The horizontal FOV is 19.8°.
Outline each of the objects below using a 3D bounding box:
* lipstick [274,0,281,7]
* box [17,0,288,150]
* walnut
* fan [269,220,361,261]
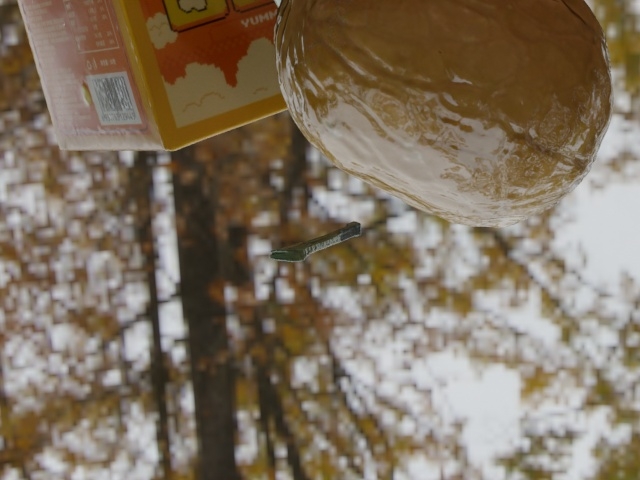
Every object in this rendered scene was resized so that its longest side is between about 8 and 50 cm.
[{"bbox_3d":[-0.004,-0.176,1.482,0.051,0.312,0.051,-25,-129,6],"label":"lipstick"},{"bbox_3d":[-0.114,-0.217,1.708,0.259,0.214,0.283,-23,-166,-25],"label":"box"},{"bbox_3d":[0.070,-0.095,1.020,0.197,0.165,0.165,23,-160,-12],"label":"walnut"},{"bbox_3d":[0.000,0.000,1.911,0.038,0.016,0.193,3,-171,23],"label":"fan"}]
